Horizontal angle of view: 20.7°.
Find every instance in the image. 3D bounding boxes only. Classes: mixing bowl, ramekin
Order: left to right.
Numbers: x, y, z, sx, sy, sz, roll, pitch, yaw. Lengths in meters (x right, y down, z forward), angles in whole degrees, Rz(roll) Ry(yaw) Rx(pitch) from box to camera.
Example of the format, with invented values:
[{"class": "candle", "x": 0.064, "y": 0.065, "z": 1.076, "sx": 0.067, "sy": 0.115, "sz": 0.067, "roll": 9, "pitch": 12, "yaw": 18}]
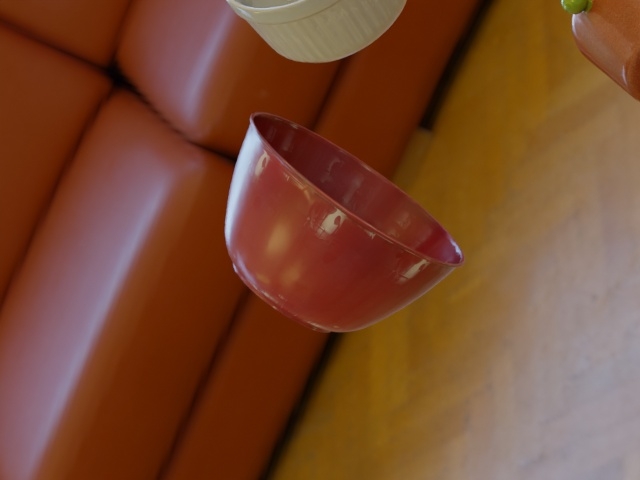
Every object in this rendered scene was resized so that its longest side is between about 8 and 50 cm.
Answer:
[{"class": "mixing bowl", "x": 0.000, "y": 0.000, "z": 1.233, "sx": 0.098, "sy": 0.181, "sz": 0.181, "roll": -55, "pitch": 32, "yaw": 12}, {"class": "ramekin", "x": 0.003, "y": -0.291, "z": 1.938, "sx": 0.207, "sy": 0.109, "sz": 0.207, "roll": -20, "pitch": 43, "yaw": 20}]

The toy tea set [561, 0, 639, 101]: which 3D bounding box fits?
[{"class": "toy tea set", "x": 0.325, "y": -0.128, "z": 1.338, "sx": 0.200, "sy": 0.336, "sz": 0.124, "roll": -32, "pitch": 38, "yaw": 7}]
